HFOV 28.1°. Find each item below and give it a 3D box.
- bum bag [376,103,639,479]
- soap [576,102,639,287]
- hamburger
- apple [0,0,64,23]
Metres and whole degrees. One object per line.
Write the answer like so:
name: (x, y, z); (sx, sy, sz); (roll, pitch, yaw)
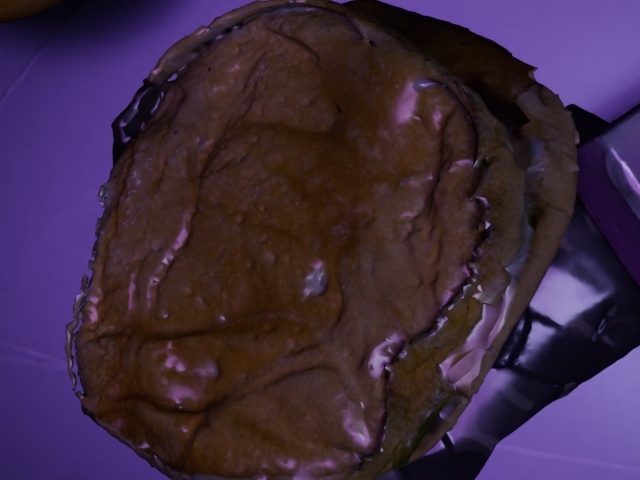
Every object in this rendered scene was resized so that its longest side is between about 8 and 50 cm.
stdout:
bum bag: (0.081, 0.074, 0.747); (0.340, 0.095, 0.144); (-42, 84, 3)
soap: (0.282, -0.042, 0.694); (0.259, 0.081, 0.181); (-35, 88, -11)
hamburger: (-0.002, 0.000, 0.689); (0.265, 0.134, 0.285); (28, 86, 31)
apple: (-0.194, -0.220, 0.700); (0.188, 0.211, 0.211); (-34, 89, 4)
